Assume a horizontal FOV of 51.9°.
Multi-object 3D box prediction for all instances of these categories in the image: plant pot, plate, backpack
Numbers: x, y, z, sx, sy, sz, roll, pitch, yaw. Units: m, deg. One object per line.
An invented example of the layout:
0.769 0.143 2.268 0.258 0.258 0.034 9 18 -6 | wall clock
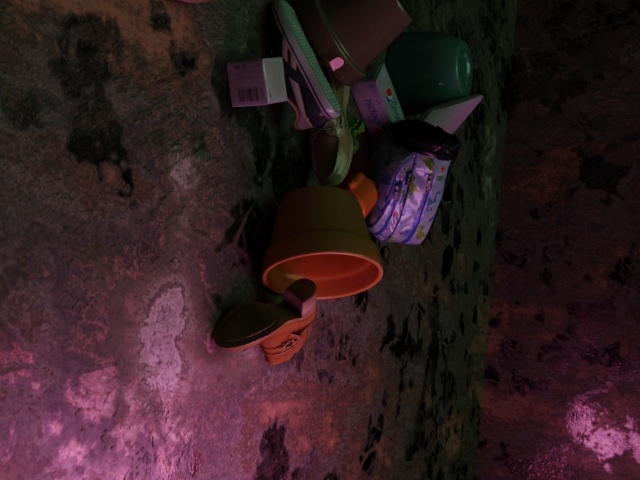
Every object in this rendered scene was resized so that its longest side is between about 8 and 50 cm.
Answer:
0.102 -0.564 1.677 0.263 0.229 0.263 47 27 -33 | plant pot
0.000 0.000 1.605 0.291 0.291 0.203 39 43 -55 | plant pot
0.390 -0.393 2.250 0.277 0.278 0.045 -23 72 -33 | plate
0.260 -0.161 1.997 0.290 0.273 0.355 -122 -151 -61 | backpack
0.390 -0.583 2.278 0.293 0.235 0.293 -9 101 -60 | plant pot

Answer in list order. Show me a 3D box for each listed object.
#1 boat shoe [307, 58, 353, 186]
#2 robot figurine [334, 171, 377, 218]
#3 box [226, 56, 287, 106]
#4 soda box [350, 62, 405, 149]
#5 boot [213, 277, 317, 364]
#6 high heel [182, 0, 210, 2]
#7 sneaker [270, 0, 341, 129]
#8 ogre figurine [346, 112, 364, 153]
0.009 -0.311 1.747 0.110 0.122 0.341 22 63 -55 | boat shoe
0.083 -0.106 1.871 0.128 0.158 0.219 53 41 -12 | robot figurine
-0.141 -0.356 1.476 0.087 0.101 0.102 -29 117 -58 | box
0.187 -0.416 2.064 0.286 0.098 0.091 59 45 -44 | soda box
-0.127 0.223 1.561 0.283 0.109 0.220 -34 151 -33 | boot
-0.241 -0.594 1.339 0.261 0.093 0.186 -41 105 -37 | high heel
-0.072 -0.421 1.596 0.126 0.127 0.321 -9 75 -66 | sneaker
0.069 -0.332 1.861 0.097 0.197 0.118 -35 152 -2 | ogre figurine
